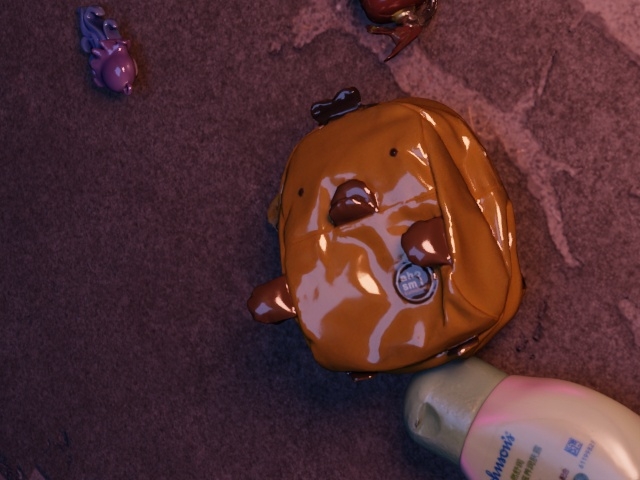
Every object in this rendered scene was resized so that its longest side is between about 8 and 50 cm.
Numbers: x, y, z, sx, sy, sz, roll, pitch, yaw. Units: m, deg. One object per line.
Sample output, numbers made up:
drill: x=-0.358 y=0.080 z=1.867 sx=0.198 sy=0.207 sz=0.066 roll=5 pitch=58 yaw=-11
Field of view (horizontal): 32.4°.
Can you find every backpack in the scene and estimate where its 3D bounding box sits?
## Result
backpack: x=0.081 y=-0.007 z=1.462 sx=0.354 sy=0.201 sz=0.378 roll=-23 pitch=77 yaw=24

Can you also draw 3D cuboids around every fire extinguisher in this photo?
fire extinguisher: x=0.055 y=-0.404 z=1.473 sx=0.341 sy=0.141 sz=0.105 roll=67 pitch=156 yaw=5

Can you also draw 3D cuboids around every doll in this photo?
doll: x=-0.352 y=-0.316 z=1.809 sx=0.206 sy=0.067 sz=0.110 roll=59 pitch=139 yaw=23

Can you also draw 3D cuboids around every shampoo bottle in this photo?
shampoo bottle: x=0.267 y=0.266 z=1.451 sx=0.349 sy=0.151 sz=0.221 roll=28 pitch=120 yaw=28

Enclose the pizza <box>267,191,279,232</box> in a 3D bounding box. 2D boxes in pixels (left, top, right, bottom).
pizza: x=0.000 y=0.000 z=1.629 sx=0.147 sy=0.069 sz=0.226 roll=-25 pitch=85 yaw=33
